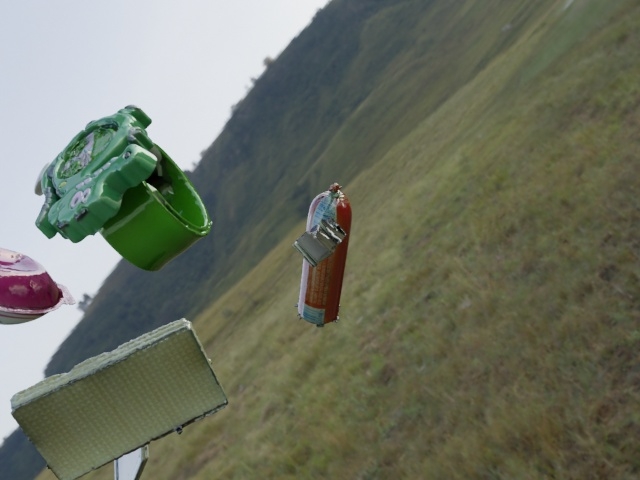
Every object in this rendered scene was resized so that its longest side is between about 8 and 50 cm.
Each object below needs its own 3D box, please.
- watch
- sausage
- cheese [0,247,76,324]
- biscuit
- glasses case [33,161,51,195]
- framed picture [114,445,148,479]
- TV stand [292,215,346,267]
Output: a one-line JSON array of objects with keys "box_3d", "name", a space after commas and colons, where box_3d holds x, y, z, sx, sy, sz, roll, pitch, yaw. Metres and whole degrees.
[{"box_3d": [-0.184, -0.031, 0.699, 0.131, 0.152, 0.165, -35, 41, 7], "name": "watch"}, {"box_3d": [0.010, 0.021, 1.141, 0.083, 0.083, 0.264, -46, -28, -46], "name": "sausage"}, {"box_3d": [-0.377, 0.038, 0.740, 0.244, 0.155, 0.062, 17, -80, -41], "name": "cheese"}, {"box_3d": [-0.209, 0.170, 0.756, 0.199, 0.121, 0.040, -24, 28, -6], "name": "biscuit"}, {"box_3d": [-0.423, -0.093, 1.090, 0.083, 0.021, 0.032, -33, 35, 55], "name": "glasses case"}, {"box_3d": [-0.333, 0.343, 1.243, 0.273, 0.016, 0.217, 119, 147, -44], "name": "framed picture"}, {"box_3d": [0.000, 0.000, 0.822, 0.042, 0.036, 0.249, -40, 1, 6], "name": "TV stand"}]
